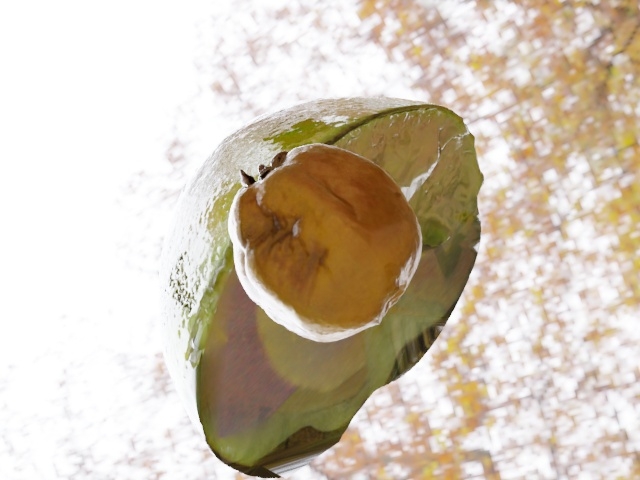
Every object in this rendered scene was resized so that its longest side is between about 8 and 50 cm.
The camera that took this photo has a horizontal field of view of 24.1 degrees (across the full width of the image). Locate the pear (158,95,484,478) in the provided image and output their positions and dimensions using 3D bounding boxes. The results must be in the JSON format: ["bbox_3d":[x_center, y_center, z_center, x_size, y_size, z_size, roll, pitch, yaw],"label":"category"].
[{"bbox_3d":[-0.025,0.013,1.442,0.399,0.165,0.399,-33,-41,-34],"label":"pear"}]

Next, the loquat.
[{"bbox_3d":[0.000,0.000,1.004,0.137,0.113,0.137,4,-114,-10],"label":"loquat"}]
